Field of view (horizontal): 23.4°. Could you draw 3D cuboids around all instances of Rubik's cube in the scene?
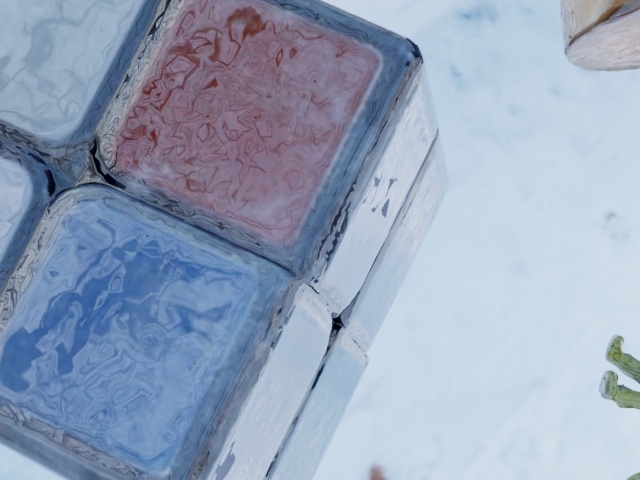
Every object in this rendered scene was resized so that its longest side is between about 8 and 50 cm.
[{"bbox_3d":[-0.118,-0.007,1.022,0.316,0.318,0.313,26,82,12],"label":"Rubik's cube"}]

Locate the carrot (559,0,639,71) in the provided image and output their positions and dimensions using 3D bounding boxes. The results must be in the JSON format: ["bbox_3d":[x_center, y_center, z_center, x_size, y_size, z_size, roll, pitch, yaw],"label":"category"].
[{"bbox_3d":[0.227,-0.255,0.999,0.196,0.196,0.254,-5,76,-23],"label":"carrot"}]

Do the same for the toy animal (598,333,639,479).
[{"bbox_3d":[0.247,0.163,1.086,0.136,0.181,0.073,17,15,7],"label":"toy animal"}]
